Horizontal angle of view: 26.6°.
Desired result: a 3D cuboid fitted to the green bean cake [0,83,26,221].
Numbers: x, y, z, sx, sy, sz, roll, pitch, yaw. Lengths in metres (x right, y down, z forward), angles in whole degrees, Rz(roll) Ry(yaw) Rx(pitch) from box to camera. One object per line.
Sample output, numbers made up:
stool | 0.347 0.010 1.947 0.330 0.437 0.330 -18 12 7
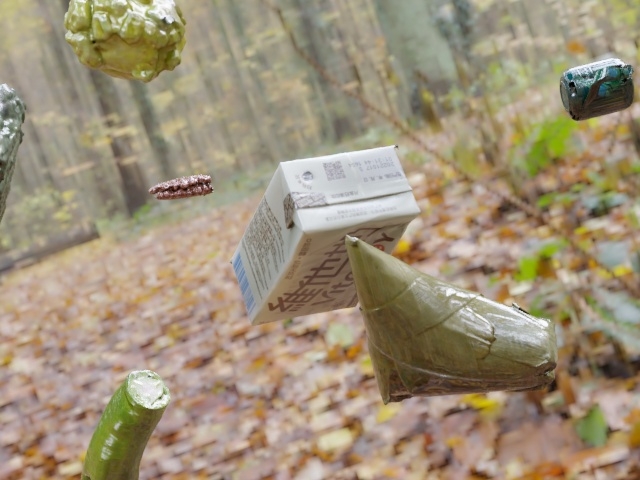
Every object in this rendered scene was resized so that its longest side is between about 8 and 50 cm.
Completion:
green bean cake | -0.336 -0.069 1.081 0.181 0.094 0.173 17 -43 -7

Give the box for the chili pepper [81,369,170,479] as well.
chili pepper | -0.162 0.173 1.084 0.051 0.050 0.202 9 -39 -13

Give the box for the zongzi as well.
zongzi | 0.188 0.096 1.904 0.273 0.300 0.145 -4 43 13

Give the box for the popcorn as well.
popcorn | -0.262 -0.286 1.843 0.142 0.173 0.173 -48 -1 9

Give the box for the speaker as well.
speaker | 0.306 -0.163 1.471 0.075 0.060 0.094 -15 11 -1

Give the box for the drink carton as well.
drink carton | 0.000 0.000 2.053 0.194 0.132 0.324 -11 -25 -23

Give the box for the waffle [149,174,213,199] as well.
waffle | -0.181 -0.068 1.773 0.083 0.029 0.075 -8 0 24
